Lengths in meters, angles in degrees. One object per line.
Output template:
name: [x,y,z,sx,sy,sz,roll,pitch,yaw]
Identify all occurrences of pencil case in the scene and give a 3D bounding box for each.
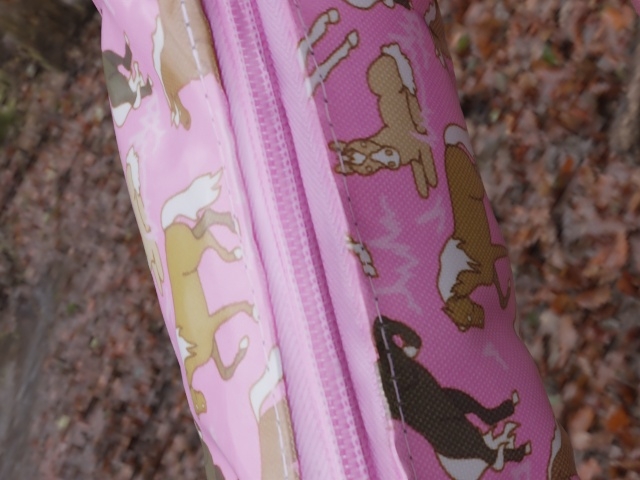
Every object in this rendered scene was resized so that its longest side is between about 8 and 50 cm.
pencil case: [0.000,0.000,0.440,0.167,0.160,0.386,-29,70,50]

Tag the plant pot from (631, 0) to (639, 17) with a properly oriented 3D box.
plant pot: [0.183,-0.159,0.431,0.201,0.201,0.180,-54,30,22]
